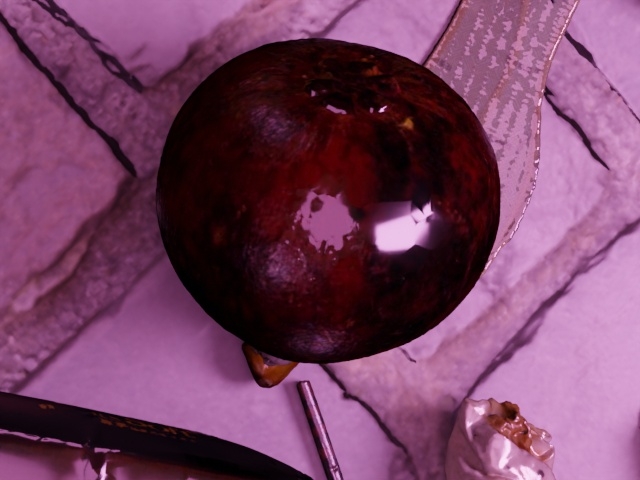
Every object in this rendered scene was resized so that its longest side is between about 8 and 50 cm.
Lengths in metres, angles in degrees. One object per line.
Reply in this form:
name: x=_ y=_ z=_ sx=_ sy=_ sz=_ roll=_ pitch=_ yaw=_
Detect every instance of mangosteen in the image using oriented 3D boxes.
mangosteen: x=0.000 y=0.000 z=1.158 sx=0.235 sy=0.235 sz=0.261 roll=5 pitch=128 yaw=-10

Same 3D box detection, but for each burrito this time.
burrito: x=0.130 y=0.309 z=1.234 sx=0.117 sy=0.076 sz=0.392 roll=4 pitch=90 yaw=-20

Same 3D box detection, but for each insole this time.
insole: x=0.131 y=-0.122 z=1.271 sx=0.119 sy=0.009 sz=0.348 roll=23 pitch=85 yaw=-9

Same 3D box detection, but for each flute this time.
flute: x=0.030 y=0.229 z=1.245 sx=0.014 sy=0.014 sz=0.269 roll=-19 pitch=93 yaw=-10

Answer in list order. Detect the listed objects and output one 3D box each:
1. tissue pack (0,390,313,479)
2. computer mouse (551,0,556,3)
tissue pack: x=-0.202 y=0.197 z=1.099 sx=0.370 sy=0.210 sz=0.198 roll=12 pitch=79 yaw=-14
computer mouse: x=0.177 y=-0.285 z=1.208 sx=0.071 sy=0.126 sz=0.231 roll=1 pitch=88 yaw=30
